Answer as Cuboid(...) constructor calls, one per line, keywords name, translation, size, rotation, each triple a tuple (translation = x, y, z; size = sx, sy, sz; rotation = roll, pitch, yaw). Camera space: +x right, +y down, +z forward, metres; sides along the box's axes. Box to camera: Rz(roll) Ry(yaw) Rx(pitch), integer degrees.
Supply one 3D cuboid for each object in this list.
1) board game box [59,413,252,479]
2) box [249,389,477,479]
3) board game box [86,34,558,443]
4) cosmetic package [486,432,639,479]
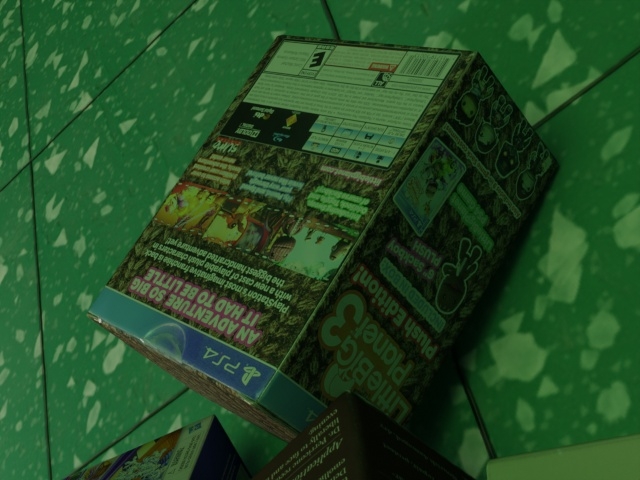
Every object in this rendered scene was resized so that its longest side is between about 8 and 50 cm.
Cuboid(name="board game box", translation=(-0.189, 0.278, 0.738), size=(0.233, 0.078, 0.347), rotation=(-25, 14, 12))
Cuboid(name="box", translation=(0.029, 0.237, 0.614), size=(0.168, 0.167, 0.203), rotation=(-45, 22, 17))
Cuboid(name="board game box", translation=(0.000, 0.000, 0.799), size=(0.232, 0.141, 0.291), rotation=(18, 71, 49))
Cuboid(name="cosmetic package", translation=(0.254, 0.149, 0.493), size=(0.309, 0.160, 0.113), rotation=(-22, 55, 37))
